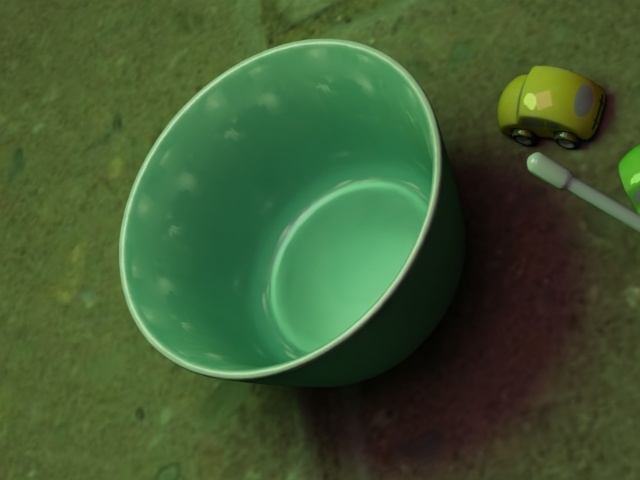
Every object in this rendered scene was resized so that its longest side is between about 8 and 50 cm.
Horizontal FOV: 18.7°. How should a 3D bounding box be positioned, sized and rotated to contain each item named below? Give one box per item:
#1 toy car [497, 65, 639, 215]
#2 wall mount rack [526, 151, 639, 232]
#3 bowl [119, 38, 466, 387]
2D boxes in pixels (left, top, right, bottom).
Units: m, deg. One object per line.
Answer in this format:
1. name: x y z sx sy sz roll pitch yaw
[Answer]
1. toy car: 0.264 -0.097 1.606 0.239 0.053 0.225 -27 53 19
2. wall mount rack: 0.349 -0.078 1.491 0.304 0.130 0.350 25 79 42
3. bowl: 0.000 0.000 1.656 0.311 0.163 0.312 -15 59 26
